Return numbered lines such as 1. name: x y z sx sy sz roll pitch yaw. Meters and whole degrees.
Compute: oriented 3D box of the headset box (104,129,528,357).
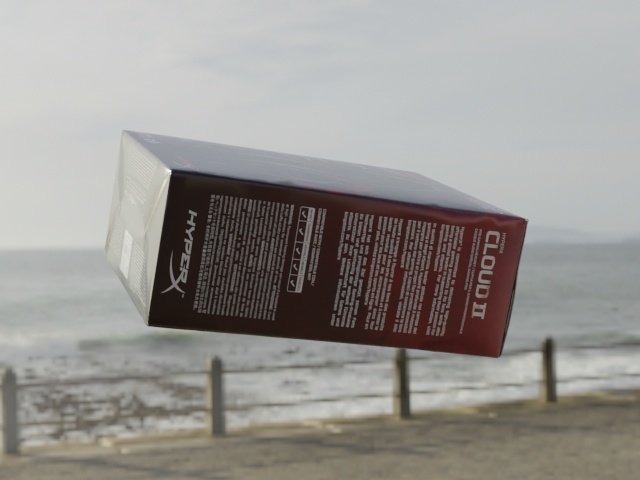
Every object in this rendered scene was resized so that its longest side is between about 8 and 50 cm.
1. headset box: 0.000 0.000 0.914 0.293 0.110 0.218 7 10 -18
